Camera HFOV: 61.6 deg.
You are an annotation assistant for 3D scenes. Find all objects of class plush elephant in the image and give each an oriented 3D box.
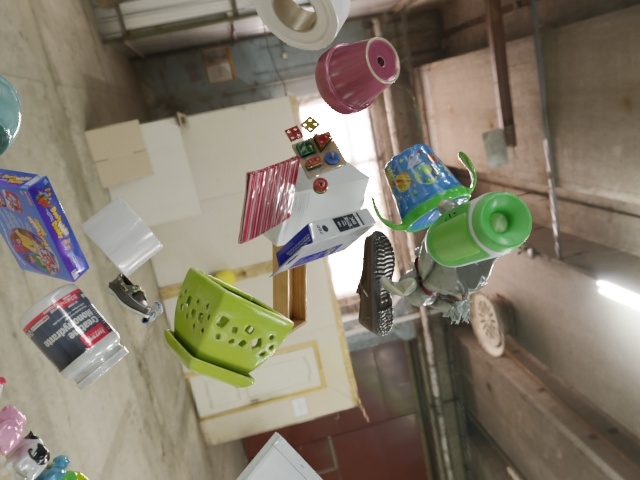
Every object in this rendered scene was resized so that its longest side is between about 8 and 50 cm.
[{"bbox_3d":[0.335,0.095,1.556,0.255,0.271,0.330,-14,-128,50],"label":"plush elephant"}]

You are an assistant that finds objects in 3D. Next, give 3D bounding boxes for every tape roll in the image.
[{"bbox_3d":[-0.058,-0.705,1.583,0.286,0.285,0.100,90,24,-64],"label":"tape roll"},{"bbox_3d":[-0.718,-0.012,1.940,0.246,0.169,0.246,42,-20,18],"label":"tape roll"}]

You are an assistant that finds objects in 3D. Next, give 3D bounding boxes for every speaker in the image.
[{"bbox_3d":[0.326,-0.016,1.154,0.296,0.131,0.131,136,-58,-77],"label":"speaker"}]

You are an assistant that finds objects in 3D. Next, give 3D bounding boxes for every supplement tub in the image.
[{"bbox_3d":[-0.719,0.281,1.576,0.272,0.191,0.191,51,-4,-4],"label":"supplement tub"}]

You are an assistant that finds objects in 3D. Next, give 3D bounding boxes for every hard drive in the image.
[{"bbox_3d":[-0.164,0.739,1.460,0.233,0.353,0.047,53,-25,-21],"label":"hard drive"}]

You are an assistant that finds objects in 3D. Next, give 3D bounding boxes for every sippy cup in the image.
[{"bbox_3d":[0.323,-0.177,1.722,0.224,0.305,0.240,62,-35,15],"label":"sippy cup"}]

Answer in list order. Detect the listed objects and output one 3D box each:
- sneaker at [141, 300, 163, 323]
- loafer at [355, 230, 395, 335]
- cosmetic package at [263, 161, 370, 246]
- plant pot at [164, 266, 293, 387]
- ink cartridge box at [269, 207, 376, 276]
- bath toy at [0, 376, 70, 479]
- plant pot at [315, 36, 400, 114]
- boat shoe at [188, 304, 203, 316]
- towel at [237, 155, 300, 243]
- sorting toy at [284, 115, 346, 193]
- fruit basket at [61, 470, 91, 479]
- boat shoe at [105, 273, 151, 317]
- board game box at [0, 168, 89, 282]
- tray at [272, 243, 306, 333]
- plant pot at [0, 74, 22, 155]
[{"bbox_3d":[-0.694,0.302,2.205,0.052,0.058,0.135,45,-56,8],"label":"sneaker"},{"bbox_3d":[0.173,0.148,1.883,0.130,0.133,0.367,0,-92,41],"label":"loafer"},{"bbox_3d":[-0.027,-0.138,1.877,0.156,0.384,0.217,39,-53,34],"label":"cosmetic package"},{"bbox_3d":[-0.244,0.223,1.333,0.227,0.207,0.228,31,-5,-36],"label":"plant pot"},{"bbox_3d":[0.000,0.000,1.489,0.165,0.332,0.065,-41,-104,39],"label":"ink cartridge box"},{"bbox_3d":[-0.777,0.486,1.357,0.349,0.151,0.129,65,35,-24],"label":"bath toy"},{"bbox_3d":[0.116,-0.473,1.508,0.180,0.201,0.202,-10,-87,51],"label":"plant pot"},{"bbox_3d":[-0.356,0.217,1.486,0.063,0.059,0.170,10,51,-51],"label":"boat shoe"},{"bbox_3d":[-0.137,-0.117,1.455,0.275,0.031,0.199,-36,141,-60],"label":"towel"},{"bbox_3d":[-0.008,-0.282,1.668,0.046,0.132,0.275,93,-28,-66],"label":"sorting toy"},{"bbox_3d":[-0.695,0.883,1.631,0.392,0.282,0.393,7,90,-73],"label":"fruit basket"},{"bbox_3d":[-0.560,0.160,1.586,0.227,0.069,0.081,23,-14,42],"label":"boat shoe"},{"bbox_3d":[-0.880,-0.045,1.644,0.078,0.233,0.347,-57,150,-45],"label":"board game box"},{"bbox_3d":[-0.125,0.157,2.188,0.202,0.076,0.412,-17,109,-69],"label":"tray"},{"bbox_3d":[-1.092,-0.371,1.692,0.196,0.292,0.293,56,-17,33],"label":"plant pot"}]
